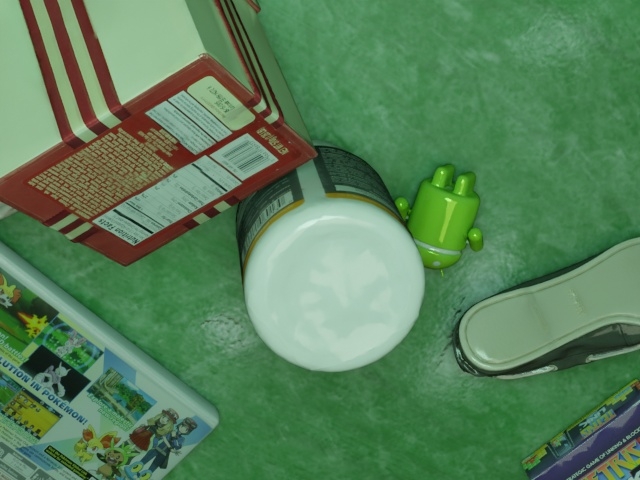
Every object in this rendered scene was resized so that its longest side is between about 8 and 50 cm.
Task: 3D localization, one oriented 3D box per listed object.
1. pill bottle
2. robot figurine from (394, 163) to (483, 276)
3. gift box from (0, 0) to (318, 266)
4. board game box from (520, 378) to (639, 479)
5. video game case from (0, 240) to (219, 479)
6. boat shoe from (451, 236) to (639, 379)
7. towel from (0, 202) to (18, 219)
[{"bbox_3d":[0.000,0.000,1.183,0.162,0.278,0.162,-2,109,-5],"label":"pill bottle"},{"bbox_3d":[0.127,-0.021,1.302,0.101,0.067,0.115,22,108,15],"label":"robot figurine"},{"bbox_3d":[-0.156,-0.167,1.092,0.276,0.258,0.255,-28,153,8],"label":"gift box"},{"bbox_3d":[0.344,0.266,1.438,0.170,0.048,0.141,-38,110,7],"label":"board game box"},{"bbox_3d":[-0.329,0.194,1.332,0.329,0.036,0.300,41,103,-19],"label":"video game case"},{"bbox_3d":[0.303,0.074,1.354,0.335,0.095,0.112,-15,75,-5],"label":"boat shoe"},{"bbox_3d":[-0.444,-0.046,1.135,0.332,0.317,0.053,-24,68,3],"label":"towel"}]
